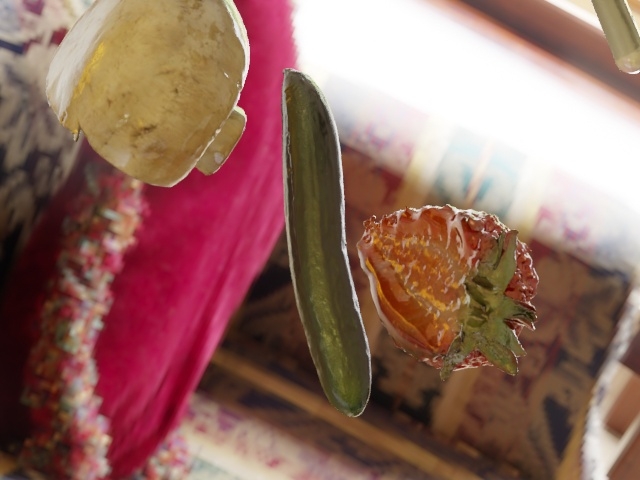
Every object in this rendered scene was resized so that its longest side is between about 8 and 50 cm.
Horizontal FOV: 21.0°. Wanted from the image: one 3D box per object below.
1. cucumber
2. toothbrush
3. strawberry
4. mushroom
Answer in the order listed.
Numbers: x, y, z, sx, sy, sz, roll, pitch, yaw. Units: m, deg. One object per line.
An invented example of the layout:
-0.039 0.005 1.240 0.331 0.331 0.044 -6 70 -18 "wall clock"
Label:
0.000 0.000 1.368 0.056 0.056 0.284 -6 86 -42 "cucumber"
0.158 -0.277 1.227 0.342 0.030 0.025 66 18 3 "toothbrush"
0.126 0.053 1.756 0.098 0.174 0.228 13 -3 -37 "strawberry"
-0.146 -0.173 1.724 0.195 0.189 0.254 29 23 -25 "mushroom"
